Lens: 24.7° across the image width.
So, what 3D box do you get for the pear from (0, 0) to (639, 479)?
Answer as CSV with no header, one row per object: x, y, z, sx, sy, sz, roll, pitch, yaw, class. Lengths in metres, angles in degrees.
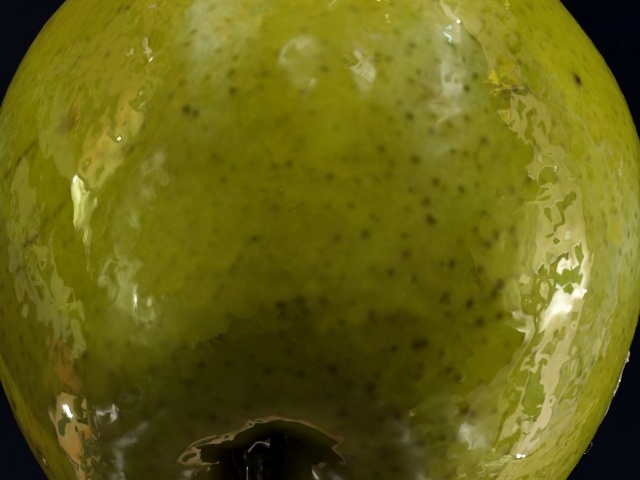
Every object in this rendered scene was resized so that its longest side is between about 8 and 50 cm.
0.001,0.001,0.401,0.198,0.198,0.198,-1,-71,-2,pear

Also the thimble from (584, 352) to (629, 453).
0.090,0.053,0.732,0.115,0.090,0.102,-36,-61,17,thimble
